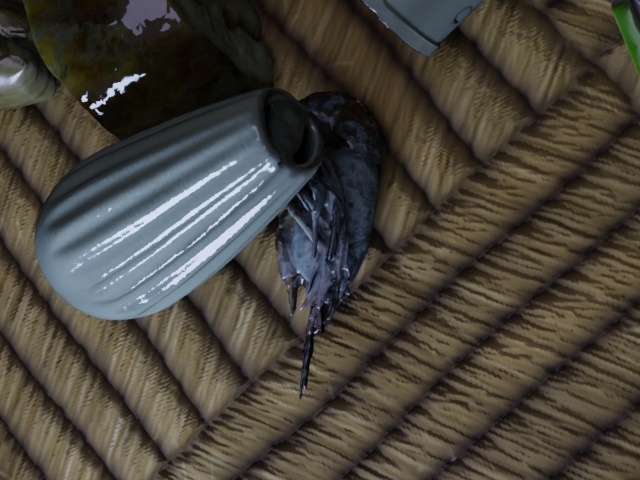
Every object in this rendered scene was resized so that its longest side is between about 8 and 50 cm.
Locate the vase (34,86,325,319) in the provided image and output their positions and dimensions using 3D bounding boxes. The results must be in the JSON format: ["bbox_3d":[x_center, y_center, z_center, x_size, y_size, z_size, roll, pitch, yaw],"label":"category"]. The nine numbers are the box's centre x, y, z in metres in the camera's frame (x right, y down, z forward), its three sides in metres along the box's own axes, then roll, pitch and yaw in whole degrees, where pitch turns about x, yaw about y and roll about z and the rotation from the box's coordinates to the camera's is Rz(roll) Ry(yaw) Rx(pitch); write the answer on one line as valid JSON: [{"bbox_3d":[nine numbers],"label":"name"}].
[{"bbox_3d":[-0.101,-0.030,0.972,0.248,0.128,0.128,-29,77,39],"label":"vase"}]

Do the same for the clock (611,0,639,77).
[{"bbox_3d":[0.371,-0.096,0.797,0.310,0.166,0.235,-25,79,27],"label":"clock"}]

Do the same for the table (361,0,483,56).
[{"bbox_3d":[0.111,-0.248,0.924,0.220,0.126,0.126,-44,74,16],"label":"table"}]

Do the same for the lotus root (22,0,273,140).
[{"bbox_3d":[-0.142,-0.184,1.029,0.119,0.138,0.234,-30,83,28],"label":"lotus root"}]

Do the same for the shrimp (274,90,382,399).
[{"bbox_3d":[0.000,0.000,0.976,0.079,0.090,0.232,6,76,3],"label":"shrimp"}]

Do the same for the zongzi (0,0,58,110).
[{"bbox_3d":[-0.329,-0.211,1.118,0.228,0.115,0.256,-12,73,17],"label":"zongzi"}]
